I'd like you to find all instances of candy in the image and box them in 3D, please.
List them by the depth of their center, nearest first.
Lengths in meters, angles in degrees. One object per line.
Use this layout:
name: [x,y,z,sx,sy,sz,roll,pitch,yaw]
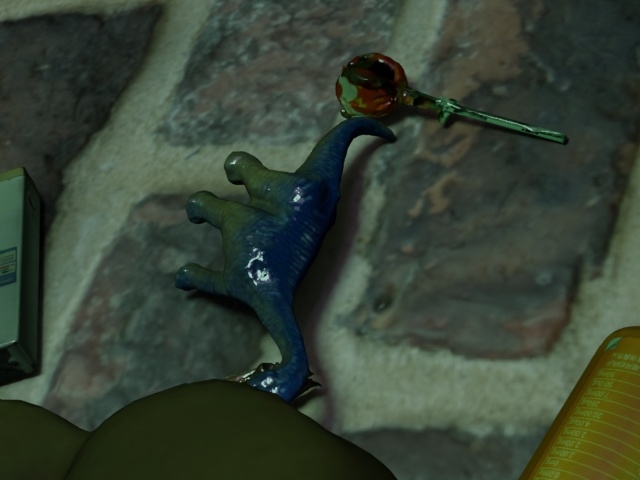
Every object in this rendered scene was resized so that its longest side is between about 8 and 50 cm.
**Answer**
candy: [0.094,-0.097,1.079,0.185,0.049,0.055,18,66,25]

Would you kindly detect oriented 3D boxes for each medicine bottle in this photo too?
medicine bottle: [0.152,0.145,0.791,0.096,0.096,0.192,17,58,34]

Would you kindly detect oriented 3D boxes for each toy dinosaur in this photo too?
toy dinosaur: [0.000,0.000,0.995,0.248,0.075,0.188,-37,41,-24]

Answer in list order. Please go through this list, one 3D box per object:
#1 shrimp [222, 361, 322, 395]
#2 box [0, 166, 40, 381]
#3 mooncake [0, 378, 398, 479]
shrimp: [-0.077,0.135,0.935,0.180,0.041,0.099,-33,49,-10]
box: [-0.339,0.058,1.110,0.270,0.045,0.210,-18,46,7]
mooncake: [-0.121,0.287,0.621,0.467,0.262,0.467,-21,38,17]
